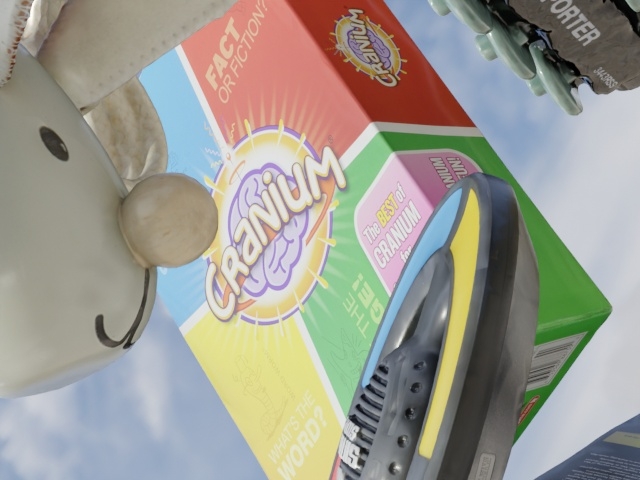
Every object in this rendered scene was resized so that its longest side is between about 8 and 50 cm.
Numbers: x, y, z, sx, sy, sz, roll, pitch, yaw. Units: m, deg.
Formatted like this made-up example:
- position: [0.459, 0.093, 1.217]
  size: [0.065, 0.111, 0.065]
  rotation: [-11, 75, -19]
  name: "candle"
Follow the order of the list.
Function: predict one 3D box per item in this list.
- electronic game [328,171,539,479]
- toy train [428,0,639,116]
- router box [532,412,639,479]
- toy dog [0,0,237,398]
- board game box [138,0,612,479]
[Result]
- position: [0.033, 0.082, 0.738]
  size: [0.229, 0.048, 0.229]
  rotation: [-162, 90, -84]
  name: "electronic game"
- position: [0.156, -0.222, 1.356]
  size: [0.142, 0.190, 0.334]
  rotation: [-33, -29, 18]
  name: "toy train"
- position: [0.301, 0.179, 1.063]
  size: [0.243, 0.308, 0.081]
  rotation: [-17, -67, -53]
  name: "router box"
- position: [-0.070, -0.141, 0.524]
  size: [0.220, 0.161, 0.334]
  rotation: [-55, -52, -67]
  name: "toy dog"
- position: [0.000, 0.000, 1.018]
  size: [0.064, 0.316, 0.242]
  rotation: [-11, -35, -36]
  name: "board game box"
